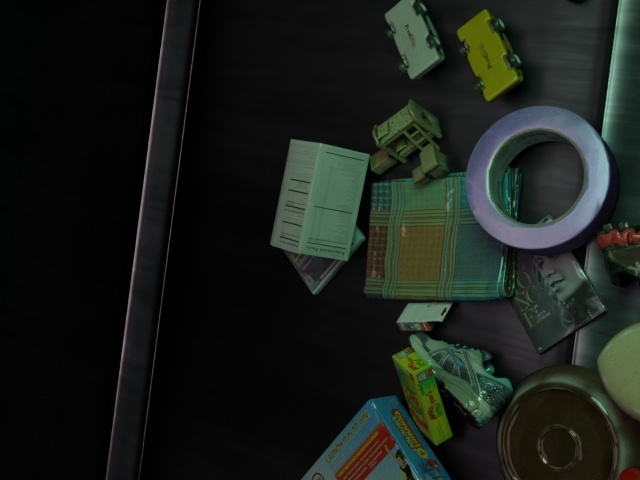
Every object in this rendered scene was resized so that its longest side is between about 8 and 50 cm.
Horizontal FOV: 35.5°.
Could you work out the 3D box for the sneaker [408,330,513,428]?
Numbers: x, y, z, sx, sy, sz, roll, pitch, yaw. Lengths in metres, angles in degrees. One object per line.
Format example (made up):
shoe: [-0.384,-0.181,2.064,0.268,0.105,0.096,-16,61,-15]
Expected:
sneaker: [0.284,0.263,2.022,0.122,0.110,0.283,-34,40,-9]

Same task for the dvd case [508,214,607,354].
dvd case: [0.437,0.086,1.948,0.164,0.018,0.221,-41,61,30]

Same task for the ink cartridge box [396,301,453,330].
ink cartridge box: [0.222,0.160,2.094,0.115,0.063,0.029,-4,126,39]

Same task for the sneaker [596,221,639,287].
sneaker: [0.618,0.027,1.750,0.276,0.098,0.135,-9,80,42]

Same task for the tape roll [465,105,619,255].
tape roll: [0.419,-0.112,1.899,0.275,0.090,0.274,-5,79,26]

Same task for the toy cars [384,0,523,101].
toy cars: [0.284,-0.398,2.091,0.394,0.087,0.176,26,97,42]

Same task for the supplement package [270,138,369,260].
supplement package: [-0.003,-0.089,2.217,0.134,0.139,0.244,16,95,57]

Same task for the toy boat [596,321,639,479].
toy boat: [0.594,0.294,1.724,0.267,0.148,0.318,13,88,47]

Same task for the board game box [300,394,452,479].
board game box: [0.129,0.537,2.091,0.308,0.086,0.302,-54,55,33]

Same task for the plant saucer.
plant saucer: [0.456,0.389,1.883,0.311,0.050,0.310,-6,81,41]

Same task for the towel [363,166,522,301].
towel: [0.245,-0.008,2.094,0.370,0.040,0.271,-3,79,42]

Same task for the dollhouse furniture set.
dollhouse furniture set: [0.162,-0.177,2.123,0.182,0.101,0.161,-35,43,32]

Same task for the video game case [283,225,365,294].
video game case: [0.000,0.000,2.326,0.190,0.022,0.173,-50,56,25]

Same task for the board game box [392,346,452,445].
board game box: [0.206,0.315,2.020,0.092,0.043,0.181,37,150,60]
